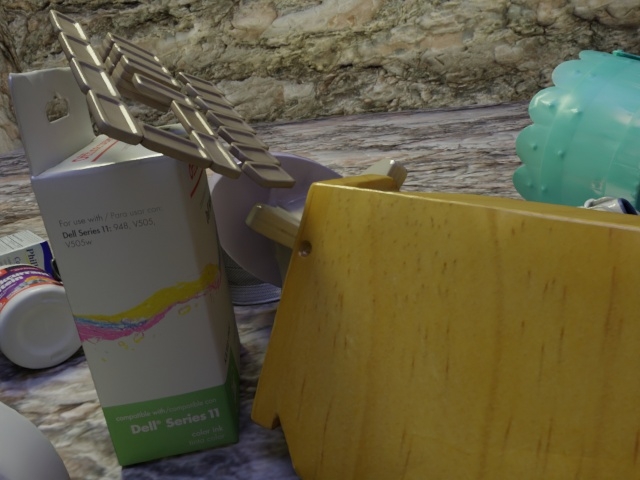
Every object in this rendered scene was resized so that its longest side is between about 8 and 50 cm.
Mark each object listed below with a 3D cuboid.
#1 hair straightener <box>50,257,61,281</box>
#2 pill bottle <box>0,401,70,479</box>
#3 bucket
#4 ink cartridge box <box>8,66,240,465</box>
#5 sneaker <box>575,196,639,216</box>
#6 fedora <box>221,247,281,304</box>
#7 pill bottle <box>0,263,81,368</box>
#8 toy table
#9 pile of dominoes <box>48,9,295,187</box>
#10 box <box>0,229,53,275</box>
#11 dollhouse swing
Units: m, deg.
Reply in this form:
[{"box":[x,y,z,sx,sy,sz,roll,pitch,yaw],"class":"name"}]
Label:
[{"box":[-0.267,0.050,0.783,0.089,0.047,0.230,6,-7,30],"class":"hair straightener"},{"box":[-0.246,0.228,0.209,0.204,0.204,0.361,-7,20,1],"class":"pill bottle"},{"box":[0.434,-0.119,0.800,0.281,0.281,0.183,-19,32,-28],"class":"bucket"},{"box":[-0.165,0.005,0.555,0.119,0.354,0.207,-9,21,-5],"class":"ink cartridge box"},{"box":[0.327,0.003,0.702,0.297,0.129,0.111,7,27,38],"class":"sneaker"},{"box":[-0.098,-0.014,0.910,0.243,0.124,0.275,-13,21,-12],"class":"fedora"},{"box":[-0.400,0.092,0.763,0.108,0.108,0.193,-24,25,-36],"class":"pill bottle"},{"box":[0.000,0.000,0.704,0.274,0.252,0.161,13,14,-31],"class":"toy table"},{"box":[-0.141,-0.115,0.516,0.196,0.040,0.251,17,26,-43],"class":"pile of dominoes"},{"box":[-0.566,0.043,1.007,0.137,0.072,0.126,-24,26,-35],"class":"box"},{"box":[0.187,0.087,0.516,0.346,0.315,0.305,12,-5,37],"class":"dollhouse swing"}]
